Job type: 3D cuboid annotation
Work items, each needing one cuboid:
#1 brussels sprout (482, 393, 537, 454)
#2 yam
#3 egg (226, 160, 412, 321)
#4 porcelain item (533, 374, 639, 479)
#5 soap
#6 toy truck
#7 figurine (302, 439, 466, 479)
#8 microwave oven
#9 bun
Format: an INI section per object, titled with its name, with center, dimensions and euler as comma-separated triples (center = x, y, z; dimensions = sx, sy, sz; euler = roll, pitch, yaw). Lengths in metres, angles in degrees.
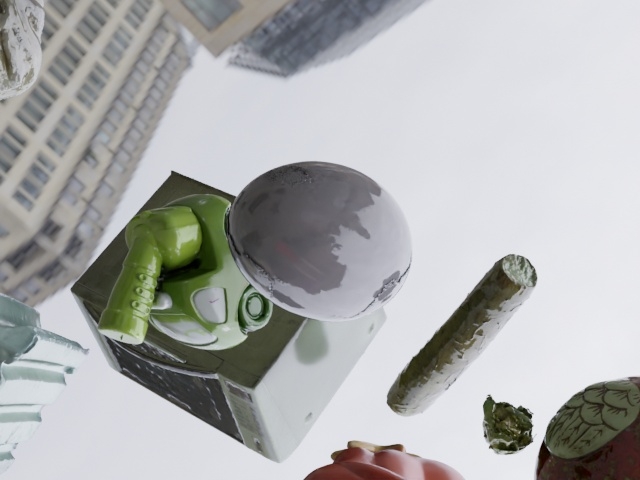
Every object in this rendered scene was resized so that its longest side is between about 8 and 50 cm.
[brussels sprout]
center = 0.229, 0.229, 1.344
dimensions = 0.058, 0.085, 0.085
euler = -57, -169, 42
[yam]
center = 0.199, 0.151, 1.611
dimensions = 0.371, 0.083, 0.083
euler = -59, -173, 47
[egg]
center = 0.000, 0.000, 1.018
dimensions = 0.146, 0.198, 0.147
euler = -17, -113, 45
[porcelain item]
center = 0.376, 0.280, 1.260
dimensions = 0.253, 0.253, 0.253
euler = -36, -155, 20
[soap]
center = -0.283, 0.117, 0.888
dimensions = 0.150, 0.094, 0.261
euler = -56, 177, -9
[toy truck]
center = -0.167, 0.034, 1.309
dimensions = 0.148, 0.210, 0.187
euler = -1, -98, 45
[figurine]
center = -0.007, 0.181, 0.487
dimensions = 0.257, 0.181, 0.208
euler = -13, 151, -35
[microwave oven]
center = -0.147, 0.122, 1.778
dimensions = 0.394, 0.247, 0.333
euler = 23, -118, 31
[bun]
center = -0.524, -0.327, 1.608
dimensions = 0.204, 0.281, 0.282
euler = -19, -145, 47
